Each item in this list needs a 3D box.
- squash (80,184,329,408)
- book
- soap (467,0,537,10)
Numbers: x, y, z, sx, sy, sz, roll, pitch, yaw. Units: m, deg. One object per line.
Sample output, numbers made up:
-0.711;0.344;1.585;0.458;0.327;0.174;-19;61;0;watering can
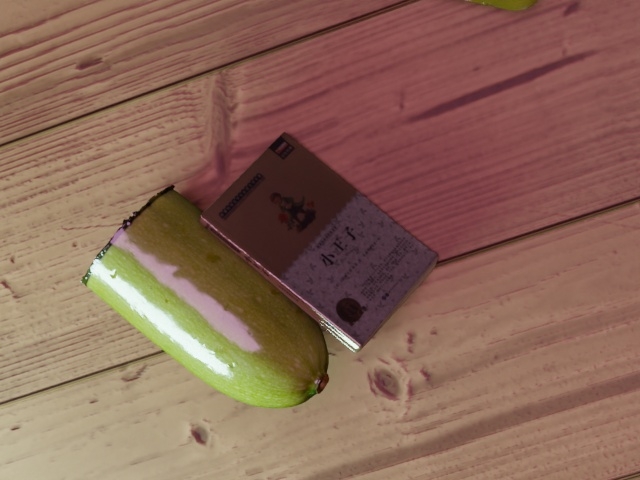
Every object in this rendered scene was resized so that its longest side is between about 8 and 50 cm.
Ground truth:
-0.097;0.071;1.729;0.247;0.132;0.132;41;101;6;squash
0.000;0.000;1.718;0.198;0.016;0.138;40;58;6;book
0.150;-0.268;1.695;0.140;0.045;0.089;13;99;9;soap
